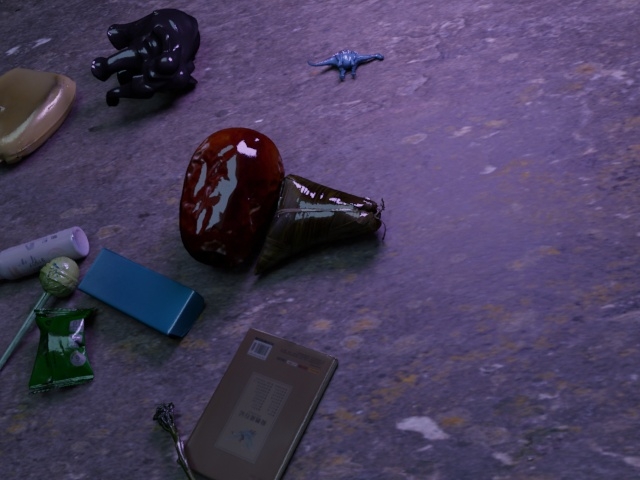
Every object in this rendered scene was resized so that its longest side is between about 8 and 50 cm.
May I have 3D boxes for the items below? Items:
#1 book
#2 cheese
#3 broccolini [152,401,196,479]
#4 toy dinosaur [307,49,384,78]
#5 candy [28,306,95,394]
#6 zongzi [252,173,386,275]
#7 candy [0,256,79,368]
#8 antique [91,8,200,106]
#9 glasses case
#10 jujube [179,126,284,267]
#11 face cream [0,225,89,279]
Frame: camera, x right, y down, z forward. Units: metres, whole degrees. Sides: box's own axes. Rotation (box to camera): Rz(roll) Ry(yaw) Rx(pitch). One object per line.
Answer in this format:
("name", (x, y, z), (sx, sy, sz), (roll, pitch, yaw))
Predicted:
("book", (-0.123, 0.335, 1.571), (0.217, 0.021, 0.310), (15, 64, 29))
("cheese", (-0.852, -0.350, 2.255), (0.260, 0.128, 0.315), (12, 64, 25))
("broccolini", (-0.275, 0.393, 1.562), (0.218, 0.042, 0.044), (45, 115, 46))
("toy dinosaur", (0.062, -0.449, 2.018), (0.198, 0.045, 0.080), (-3, 43, 11))
("candy", (-0.581, 0.235, 1.784), (0.141, 0.078, 0.203), (-16, 59, 11))
("zongzi", (0.000, 0.000, 1.715), (0.248, 0.111, 0.240), (18, 83, 23))
("candy", (-0.677, 0.185, 1.865), (0.093, 0.092, 0.335), (34, 79, -6))
("antique", (-0.452, -0.508, 2.170), (0.255, 0.185, 0.322), (-1, 54, 22))
("glasses case", (-0.405, 0.121, 1.801), (0.301, 0.070, 0.117), (22, 74, 30))
("jujube", (-0.200, -0.099, 1.784), (0.223, 0.223, 0.317), (3, 63, 23))
("face cream", (-0.704, 0.041, 1.961), (0.269, 0.082, 0.081), (-18, 53, 10))
